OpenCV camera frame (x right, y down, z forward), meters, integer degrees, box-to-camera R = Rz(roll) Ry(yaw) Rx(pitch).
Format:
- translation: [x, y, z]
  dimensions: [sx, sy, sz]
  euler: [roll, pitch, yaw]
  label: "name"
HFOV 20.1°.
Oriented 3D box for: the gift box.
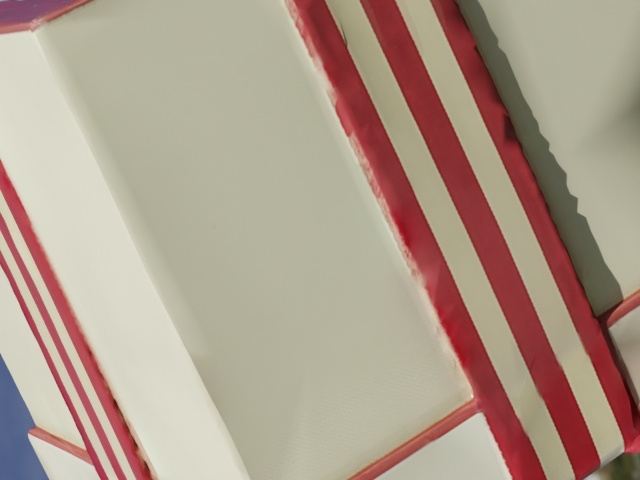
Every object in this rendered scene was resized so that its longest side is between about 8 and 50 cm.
- translation: [0.000, 0.000, 0.657]
  dimensions: [0.276, 0.255, 0.258]
  euler: [17, 133, 64]
  label: "gift box"
